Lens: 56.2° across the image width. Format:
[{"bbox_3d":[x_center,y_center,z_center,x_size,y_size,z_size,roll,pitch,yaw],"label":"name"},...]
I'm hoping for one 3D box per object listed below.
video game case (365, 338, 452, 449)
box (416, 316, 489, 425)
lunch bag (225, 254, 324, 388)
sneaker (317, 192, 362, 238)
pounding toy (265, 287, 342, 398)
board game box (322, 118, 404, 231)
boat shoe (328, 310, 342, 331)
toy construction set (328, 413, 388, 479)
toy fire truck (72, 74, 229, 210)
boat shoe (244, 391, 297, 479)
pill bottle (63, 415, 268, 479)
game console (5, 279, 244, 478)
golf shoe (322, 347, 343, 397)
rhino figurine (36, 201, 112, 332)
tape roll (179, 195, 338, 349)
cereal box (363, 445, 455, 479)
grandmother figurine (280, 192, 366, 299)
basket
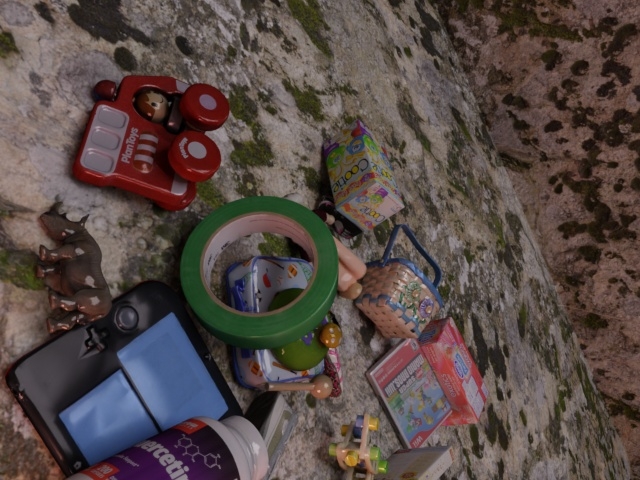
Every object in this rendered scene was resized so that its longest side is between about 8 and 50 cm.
[{"bbox_3d":[0.262,0.443,1.740,0.204,0.025,0.285,-35,104,-34],"label":"video game case"},{"bbox_3d":[0.388,0.412,1.873,0.300,0.142,0.154,61,37,-13],"label":"box"},{"bbox_3d":[-0.106,0.177,1.359,0.243,0.115,0.303,6,71,-49],"label":"lunch bag"},{"bbox_3d":[0.061,-0.079,1.731,0.178,0.072,0.077,44,33,-40],"label":"sneaker"},{"bbox_3d":[-0.016,0.208,1.280,0.183,0.110,0.237,22,60,-41],"label":"pounding toy"},{"bbox_3d":[0.119,-0.189,1.728,0.144,0.142,0.275,35,32,-40],"label":"board game box"},{"bbox_3d":[0.019,0.199,1.572,0.049,0.042,0.133,-26,94,-52],"label":"boat shoe"},{"bbox_3d":[0.060,0.577,1.361,0.327,0.151,0.215,-49,139,-42],"label":"toy construction set"},{"bbox_3d":[-0.338,-0.217,1.207,0.254,0.169,0.302,19,57,-26],"label":"toy fire truck"},{"bbox_3d":[-0.127,0.451,1.206,0.103,0.118,0.320,49,34,-21],"label":"boat shoe"},{"bbox_3d":[-0.239,0.398,0.954,0.323,0.181,0.181,-15,87,-49],"label":"pill bottle"},{"bbox_3d":[-0.316,0.296,1.074,0.342,0.060,0.386,-40,107,-52],"label":"game console"},{"bbox_3d":[0.027,0.299,1.509,0.086,0.067,0.186,-15,87,-51],"label":"golf shoe"},{"bbox_3d":[-0.425,0.036,1.025,0.106,0.073,0.243,-2,59,-38],"label":"rhino figurine"},{"bbox_3d":[-0.122,0.061,1.233,0.077,0.321,0.321,89,6,-59],"label":"tape roll"},{"bbox_3d":[0.223,0.599,1.547,0.240,0.173,0.047,-10,83,-53],"label":"cereal box"},{"bbox_3d":[0.000,0.000,1.590,0.342,0.104,0.208,48,33,-33],"label":"grandmother figurine"},{"bbox_3d":[0.251,0.131,1.767,0.255,0.201,0.289,46,53,-30],"label":"basket"}]
